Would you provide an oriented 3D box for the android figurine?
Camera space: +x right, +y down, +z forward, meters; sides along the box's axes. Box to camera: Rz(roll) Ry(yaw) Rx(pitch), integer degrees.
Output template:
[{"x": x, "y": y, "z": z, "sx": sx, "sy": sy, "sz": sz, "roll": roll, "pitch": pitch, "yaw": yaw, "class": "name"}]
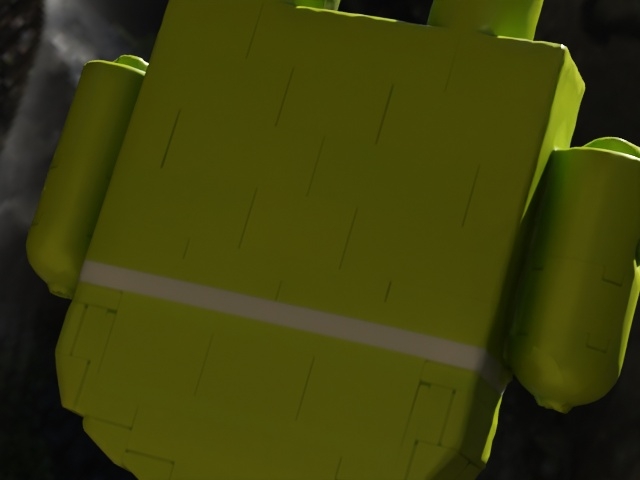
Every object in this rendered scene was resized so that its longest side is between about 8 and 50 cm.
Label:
[{"x": 0.000, "y": 0.000, "z": 0.703, "sx": 0.248, "sy": 0.272, "sz": 0.056, "roll": 10, "pitch": -12, "yaw": 21, "class": "android figurine"}]
